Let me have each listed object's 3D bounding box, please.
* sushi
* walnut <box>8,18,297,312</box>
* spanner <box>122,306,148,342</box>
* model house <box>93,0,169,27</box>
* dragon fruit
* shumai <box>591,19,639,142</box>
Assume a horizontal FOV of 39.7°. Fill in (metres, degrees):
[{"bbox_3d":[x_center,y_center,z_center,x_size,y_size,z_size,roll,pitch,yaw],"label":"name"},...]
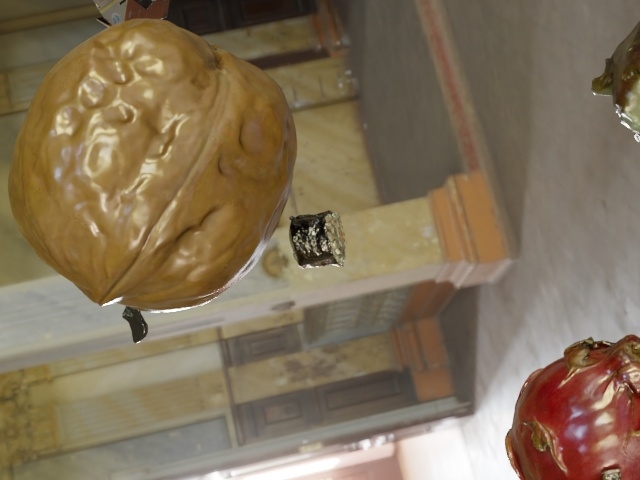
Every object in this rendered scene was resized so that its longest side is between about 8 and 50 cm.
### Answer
[{"bbox_3d":[0.000,0.000,1.393,0.150,0.078,0.091,31,-131,-81],"label":"sushi"},{"bbox_3d":[-0.216,-0.097,1.172,0.308,0.354,0.398,-29,34,63],"label":"walnut"},{"bbox_3d":[-0.284,0.051,1.327,0.012,0.046,0.209,-10,-83,-55],"label":"spanner"},{"bbox_3d":[-0.414,-0.529,1.932,0.219,0.207,0.136,-45,-70,-48],"label":"model house"},{"bbox_3d":[0.386,0.282,1.271,0.315,0.250,0.250,127,135,-53],"label":"dragon fruit"},{"bbox_3d":[0.610,-0.215,1.417,0.324,0.323,0.398,180,115,-85],"label":"shumai"}]
